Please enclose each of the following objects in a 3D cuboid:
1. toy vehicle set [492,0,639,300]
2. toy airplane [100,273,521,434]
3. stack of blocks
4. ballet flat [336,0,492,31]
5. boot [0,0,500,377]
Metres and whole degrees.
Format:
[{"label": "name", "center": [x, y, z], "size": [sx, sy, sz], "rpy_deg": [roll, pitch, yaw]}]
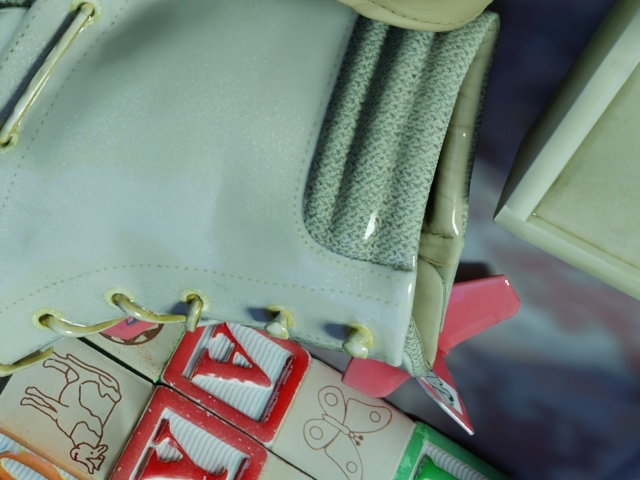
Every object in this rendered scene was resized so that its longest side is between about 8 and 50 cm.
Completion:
[{"label": "toy vehicle set", "center": [0.166, -0.050, 0.440], "size": [0.166, 0.035, 0.267], "rpy_deg": [28, 141, -2]}, {"label": "toy airplane", "center": [0.000, 0.000, 0.590], "size": [0.151, 0.028, 0.151], "rpy_deg": [7, 123, 10]}, {"label": "stack of blocks", "center": [-0.078, 0.137, 0.745], "size": [0.171, 0.087, 0.297], "rpy_deg": [32, 141, -7]}, {"label": "ballet flat", "center": [-0.056, -0.107, 0.469], "size": [0.232, 0.080, 0.073], "rpy_deg": [24, 155, 4]}, {"label": "boot", "center": [-0.050, 0.015, 0.538], "size": [0.165, 0.077, 0.213], "rpy_deg": [19, 105, 9]}]
